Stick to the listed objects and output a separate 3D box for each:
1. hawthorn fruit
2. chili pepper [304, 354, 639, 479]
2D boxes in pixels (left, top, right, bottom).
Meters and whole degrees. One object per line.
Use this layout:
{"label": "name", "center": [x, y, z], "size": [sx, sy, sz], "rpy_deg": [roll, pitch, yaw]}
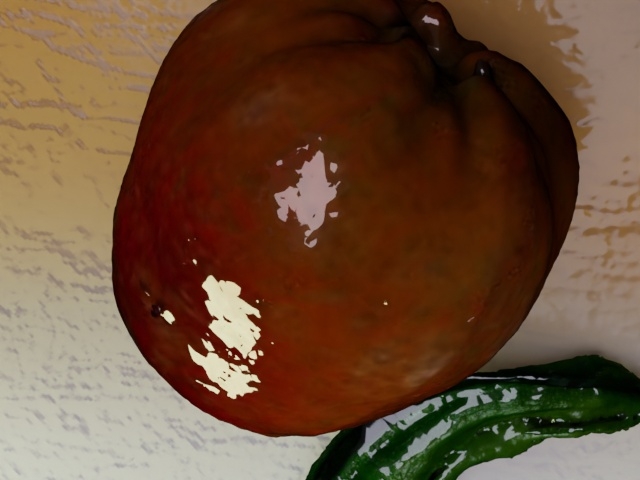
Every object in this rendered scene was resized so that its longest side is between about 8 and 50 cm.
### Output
{"label": "hawthorn fruit", "center": [0.000, 0.000, 0.930], "size": [0.224, 0.224, 0.261], "rpy_deg": [34, 123, -1]}
{"label": "chili pepper", "center": [0.051, 0.146, 1.030], "size": [0.122, 0.065, 0.279], "rpy_deg": [43, 103, 0]}
